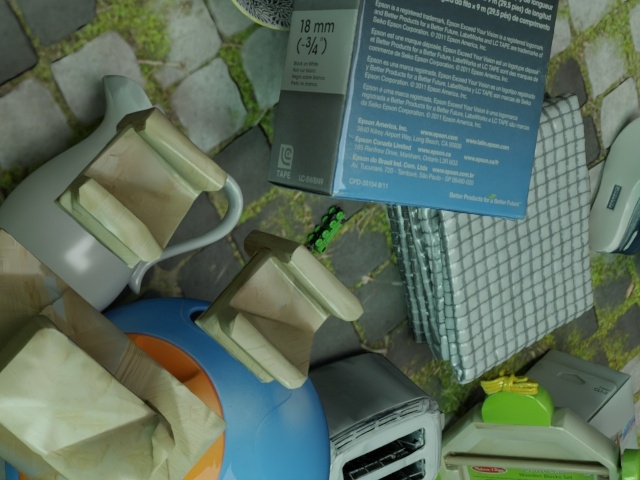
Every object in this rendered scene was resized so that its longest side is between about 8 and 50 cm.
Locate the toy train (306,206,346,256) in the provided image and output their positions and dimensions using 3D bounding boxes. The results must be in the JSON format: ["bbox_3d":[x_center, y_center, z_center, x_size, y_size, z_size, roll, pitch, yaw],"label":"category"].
[{"bbox_3d":[0.000,0.000,1.163,0.083,0.017,0.024,-52,139,-8],"label":"toy train"}]

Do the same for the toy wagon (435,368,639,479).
[{"bbox_3d":[0.260,0.286,1.324,0.068,0.267,0.344,-59,141,-52],"label":"toy wagon"}]

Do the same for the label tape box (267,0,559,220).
[{"bbox_3d":[0.099,-0.197,0.988,0.240,0.106,0.334,6,95,-37],"label":"label tape box"}]

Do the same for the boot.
[{"bbox_3d":[0.412,-0.070,1.410,0.086,0.069,0.190,7,112,-45],"label":"boot"}]

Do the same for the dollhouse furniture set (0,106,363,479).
[{"bbox_3d":[-0.253,0.045,0.766,0.394,0.256,0.362,44,80,-18],"label":"dollhouse furniture set"}]

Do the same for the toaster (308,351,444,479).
[{"bbox_3d":[0.027,0.220,1.187,0.227,0.146,0.129,-16,116,-30],"label":"toaster"}]

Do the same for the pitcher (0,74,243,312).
[{"bbox_3d":[-0.180,-0.013,0.949,0.177,0.125,0.207,39,76,-18],"label":"pitcher"}]

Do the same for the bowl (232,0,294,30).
[{"bbox_3d":[-0.043,-0.282,0.978,0.170,0.080,0.170,-13,115,-31],"label":"bowl"}]

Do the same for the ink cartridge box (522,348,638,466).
[{"bbox_3d":[0.331,0.259,1.422,0.127,0.128,0.176,-35,125,-34],"label":"ink cartridge box"}]

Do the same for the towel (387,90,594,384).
[{"bbox_3d":[0.198,-0.012,1.240,0.235,0.121,0.284,-27,120,-27],"label":"towel"}]

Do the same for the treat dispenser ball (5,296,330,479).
[{"bbox_3d":[-0.133,0.195,0.969,0.288,0.288,0.288,-14,116,-31],"label":"treat dispenser ball"}]
